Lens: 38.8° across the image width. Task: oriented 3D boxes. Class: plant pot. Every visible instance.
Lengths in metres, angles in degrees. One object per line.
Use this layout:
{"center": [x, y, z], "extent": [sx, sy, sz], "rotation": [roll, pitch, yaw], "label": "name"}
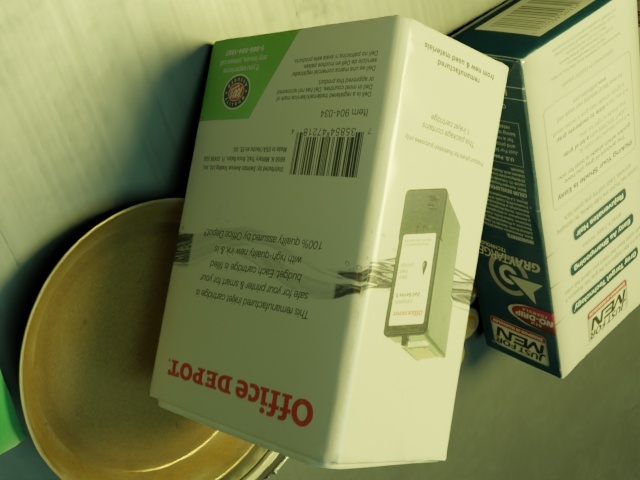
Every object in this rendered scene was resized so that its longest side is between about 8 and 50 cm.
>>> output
{"center": [-0.121, 0.084, 0.696], "extent": [0.236, 0.032, 0.236], "rotation": [-6, 100, -40], "label": "plant pot"}

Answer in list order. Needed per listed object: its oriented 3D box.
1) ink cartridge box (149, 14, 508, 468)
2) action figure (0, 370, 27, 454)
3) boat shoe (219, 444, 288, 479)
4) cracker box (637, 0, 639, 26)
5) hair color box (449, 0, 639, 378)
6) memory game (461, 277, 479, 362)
{"center": [0.000, 0.000, 0.633], "extent": [0.115, 0.198, 0.273], "rotation": [12, 87, -43], "label": "ink cartridge box"}
{"center": [-0.260, 0.036, 0.566], "extent": [0.137, 0.063, 0.232], "rotation": [-10, 117, -34], "label": "action figure"}
{"center": [-0.045, 0.184, 0.792], "extent": [0.206, 0.075, 0.065], "rotation": [-43, 126, -23], "label": "boat shoe"}
{"center": [0.345, -0.346, 0.897], "extent": [0.156, 0.067, 0.232], "rotation": [-46, 129, -14], "label": "cracker box"}
{"center": [0.228, -0.057, 0.888], "extent": [0.174, 0.105, 0.347], "rotation": [-34, 125, -29], "label": "hair color box"}
{"center": [0.094, 0.088, 0.906], "extent": [0.186, 0.012, 0.186], "rotation": [-15, 116, -33], "label": "memory game"}
